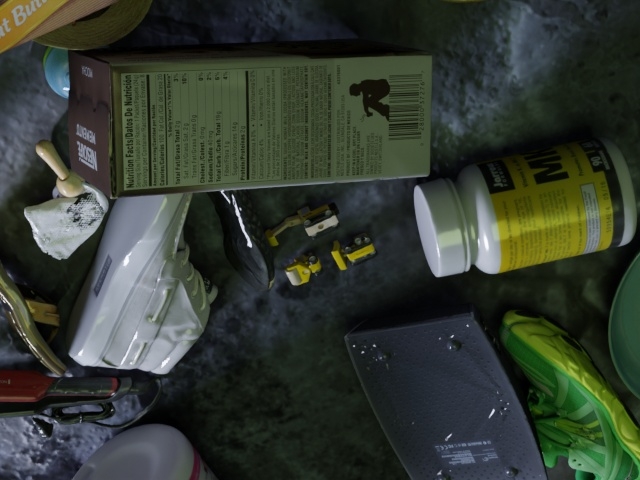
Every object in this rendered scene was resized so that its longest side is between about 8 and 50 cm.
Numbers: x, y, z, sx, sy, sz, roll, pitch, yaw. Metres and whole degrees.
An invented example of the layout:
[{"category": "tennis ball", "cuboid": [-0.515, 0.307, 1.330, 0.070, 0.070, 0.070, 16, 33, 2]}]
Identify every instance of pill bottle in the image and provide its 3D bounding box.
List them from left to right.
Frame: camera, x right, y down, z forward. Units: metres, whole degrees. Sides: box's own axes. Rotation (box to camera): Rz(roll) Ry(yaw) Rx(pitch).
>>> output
[{"category": "pill bottle", "cuboid": [-0.149, 0.354, 1.560, 0.160, 0.160, 0.283, -29, 121, 5]}, {"category": "pill bottle", "cuboid": [0.210, -0.031, 1.440, 0.208, 0.119, 0.119, -13, 121, -5]}]

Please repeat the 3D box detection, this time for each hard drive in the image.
[{"category": "hard drive", "cuboid": [0.147, 0.180, 1.549, 0.172, 0.054, 0.255, -11, 122, 26]}]

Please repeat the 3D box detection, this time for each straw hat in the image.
[{"category": "straw hat", "cuboid": [-0.221, -0.220, 1.270, 0.144, 0.144, 0.061, -9, 159, -7]}]

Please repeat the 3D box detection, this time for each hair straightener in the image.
[{"category": "hair straightener", "cuboid": [-0.286, 0.173, 1.506, 0.230, 0.047, 0.089, -3, 139, -17]}]

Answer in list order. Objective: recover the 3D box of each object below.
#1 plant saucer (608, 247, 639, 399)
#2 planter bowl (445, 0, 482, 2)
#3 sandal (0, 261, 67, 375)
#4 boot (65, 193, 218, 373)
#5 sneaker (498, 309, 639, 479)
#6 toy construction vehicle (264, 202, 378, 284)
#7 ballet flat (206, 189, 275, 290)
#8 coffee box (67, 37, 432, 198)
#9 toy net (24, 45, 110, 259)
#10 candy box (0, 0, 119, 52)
[{"category": "plant saucer", "cuboid": [0.476, 0.067, 1.598, 0.317, 0.044, 0.317, -5, 120, -10]}, {"category": "planter bowl", "cuboid": [0.131, -0.335, 1.266, 0.217, 0.090, 0.217, -5, 121, -9]}, {"category": "sandal", "cuboid": [-0.299, 0.066, 1.426, 0.049, 0.072, 0.180, -33, 119, -18]}, {"category": "boot", "cuboid": [-0.159, 0.027, 1.424, 0.123, 0.095, 0.258, 13, 121, -30]}, {"category": "sneaker", "cuboid": [0.282, 0.199, 1.594, 0.123, 0.109, 0.295, -35, 119, 7]}, {"category": "toy construction vehicle", "cuboid": [0.000, 0.000, 1.468, 0.098, 0.035, 0.086, -26, 132, 6]}, {"category": "ballet flat", "cuboid": [-0.076, -0.018, 1.431, 0.057, 0.049, 0.173, 11, 134, 32]}, {"category": "coffee box", "cuboid": [-0.067, -0.117, 1.263, 0.297, 0.168, 0.119, -5, 104, -20]}, {"category": "toy net", "cuboid": [-0.223, -0.088, 1.363, 0.122, 0.045, 0.232, 6, 120, -21]}, {"category": "candy box", "cuboid": [-0.215, -0.281, 1.156, 0.316, 0.087, 0.183, -26, 143, -12]}]
